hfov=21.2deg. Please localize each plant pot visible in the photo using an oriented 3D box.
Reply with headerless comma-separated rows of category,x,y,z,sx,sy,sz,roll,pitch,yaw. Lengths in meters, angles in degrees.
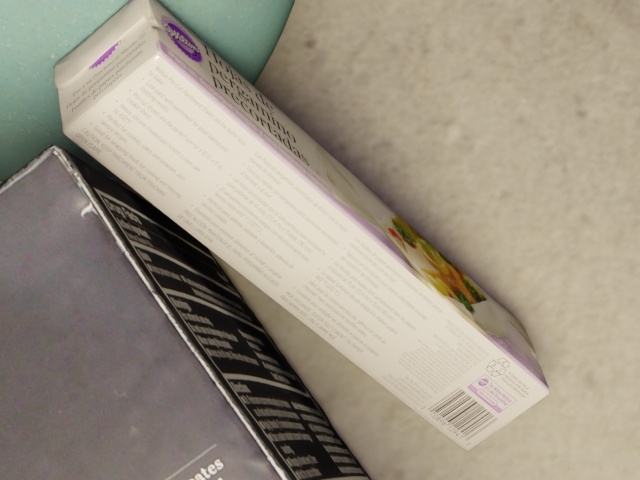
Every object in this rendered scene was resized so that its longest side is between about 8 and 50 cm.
plant pot,-0.135,-0.142,0.945,0.290,0.290,0.195,-5,112,-2

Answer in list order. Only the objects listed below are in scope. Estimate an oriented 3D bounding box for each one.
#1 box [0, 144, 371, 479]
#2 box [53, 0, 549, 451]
box,-0.077,0.141,0.834,0.183,0.296,0.294,-36,79,2
box,0.000,0.000,0.888,0.067,0.324,0.063,-39,36,17
